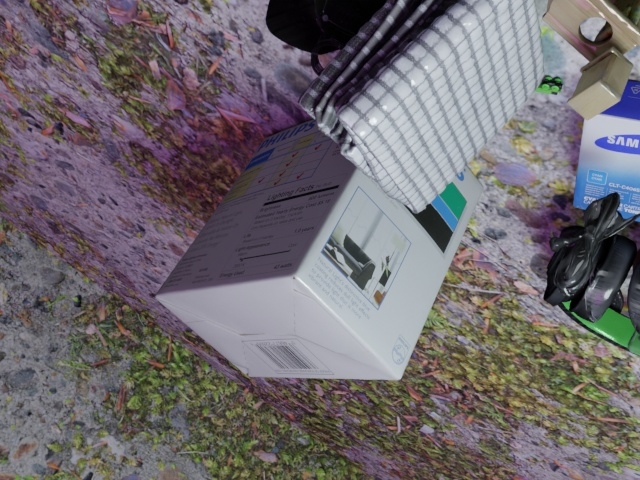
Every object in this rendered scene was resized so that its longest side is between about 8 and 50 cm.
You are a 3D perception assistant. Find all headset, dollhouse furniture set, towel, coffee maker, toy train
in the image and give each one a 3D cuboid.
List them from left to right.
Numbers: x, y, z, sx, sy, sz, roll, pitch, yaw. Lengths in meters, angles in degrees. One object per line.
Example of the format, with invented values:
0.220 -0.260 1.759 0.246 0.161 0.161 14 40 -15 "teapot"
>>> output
0.004 -0.270 0.812 0.120 0.171 0.178 42 173 -22 "coffee maker"
0.115 -0.170 0.759 0.121 0.235 0.283 47 -173 24 "towel"
0.266 -0.199 0.881 0.083 0.017 0.024 17 156 23 "toy train"
0.389 0.077 0.893 0.243 0.185 0.394 20 160 40 "headset"
0.293 -0.237 0.640 0.101 0.182 0.161 38 149 -9 "dollhouse furniture set"

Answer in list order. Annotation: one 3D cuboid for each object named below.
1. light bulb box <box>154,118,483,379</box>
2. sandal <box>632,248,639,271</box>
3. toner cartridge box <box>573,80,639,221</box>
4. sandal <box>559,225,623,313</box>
0.000 0.000 1.063 0.358 0.361 0.225 -10 131 48 "light bulb box"
0.518 0.067 0.993 0.219 0.060 0.090 47 156 -27 "sandal"
0.484 -0.078 0.803 0.347 0.075 0.165 16 144 25 "toner cartridge box"
0.425 0.048 1.077 0.067 0.040 0.179 -10 115 41 "sandal"
